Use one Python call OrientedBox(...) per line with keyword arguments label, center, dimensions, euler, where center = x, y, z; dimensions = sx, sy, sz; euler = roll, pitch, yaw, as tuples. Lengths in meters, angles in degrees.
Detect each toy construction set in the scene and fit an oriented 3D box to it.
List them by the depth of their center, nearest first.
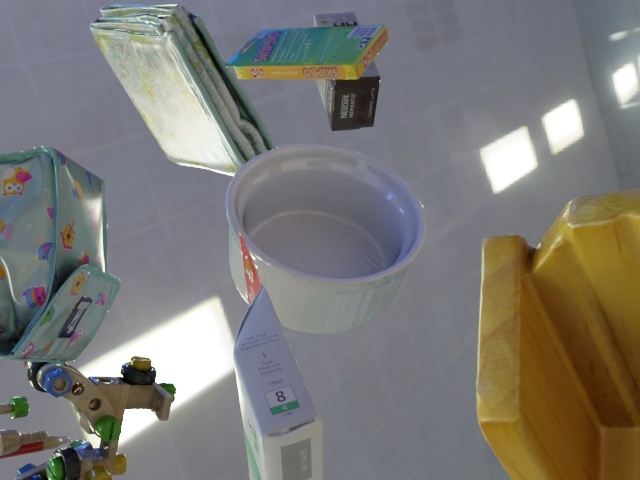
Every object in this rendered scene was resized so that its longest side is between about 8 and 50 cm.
OrientedBox(label="toy construction set", center=(-0.366, 0.298, 1.350), dimensions=(0.237, 0.309, 0.257), euler=(-1, -101, -40))

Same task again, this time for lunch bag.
OrientedBox(label="lunch bag", center=(-0.361, 0.029, 1.096), dimensions=(0.223, 0.160, 0.262), euler=(75, -171, -82))

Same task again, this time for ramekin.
OrientedBox(label="ramekin", center=(0.000, 0.000, 1.201), dimensions=(0.277, 0.277, 0.135), euler=(-56, -15, -43))

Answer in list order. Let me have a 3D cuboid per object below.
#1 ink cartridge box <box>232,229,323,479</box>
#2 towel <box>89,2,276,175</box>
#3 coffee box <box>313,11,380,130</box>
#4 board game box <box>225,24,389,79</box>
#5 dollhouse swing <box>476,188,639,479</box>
OrientedBox(label="ink cartridge box", center=(-0.055, 0.129, 0.744), dimensions=(0.181, 0.056, 0.224), euler=(88, 160, -43))
OrientedBox(label="towel", center=(-0.266, -0.288, 1.648), dimensions=(0.090, 0.321, 0.374), euler=(-44, -53, -24))
OrientedBox(label="coffee box", center=(0.050, -0.374, 1.867), dimensions=(0.141, 0.098, 0.246), euler=(94, 166, -46))
OrientedBox(label="board game box", center=(-0.027, -0.314, 1.417), dimensions=(0.124, 0.260, 0.039), euler=(-56, -39, -37))
OrientedBox(label="dollhouse swing", center=(0.266, 0.177, 0.451), dimensions=(0.315, 0.347, 0.304), euler=(55, -138, -36))
